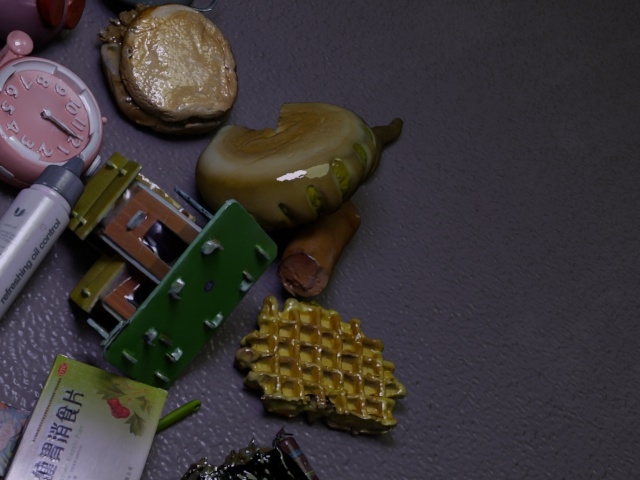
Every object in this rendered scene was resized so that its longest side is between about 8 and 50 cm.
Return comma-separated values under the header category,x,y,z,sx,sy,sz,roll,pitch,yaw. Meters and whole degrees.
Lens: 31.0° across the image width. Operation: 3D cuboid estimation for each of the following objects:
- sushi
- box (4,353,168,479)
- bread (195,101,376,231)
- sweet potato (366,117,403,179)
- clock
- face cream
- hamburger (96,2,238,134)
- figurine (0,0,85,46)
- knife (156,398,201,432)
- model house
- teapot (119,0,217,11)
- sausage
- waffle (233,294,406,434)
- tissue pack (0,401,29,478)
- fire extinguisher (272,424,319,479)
category,x,y,z,sx,sy,sz,roll,pitch,yaw
sushi,-0.117,0.366,1.702,0.212,0.147,0.115,-13,66,-34
box,-0.338,0.305,1.649,0.175,0.062,0.260,20,49,-7
bread,-0.054,-0.122,2.047,0.333,0.160,0.333,-8,31,5
sweet potato,0.112,-0.199,2.338,0.069,0.059,0.249,53,40,-16
clock,-0.474,-0.183,1.904,0.241,0.142,0.227,36,51,-18
face cream,-0.449,-0.010,1.759,0.092,0.092,0.311,33,60,-7
hamburger,-0.280,-0.311,2.112,0.286,0.146,0.243,35,52,-13
figurine,-0.520,-0.423,2.025,0.173,0.173,0.173,17,50,-21
knife,-0.250,0.287,1.762,0.026,0.022,0.184,38,44,26
model house,-0.272,0.040,1.872,0.323,0.340,0.300,36,83,29
teapot,-0.327,-0.509,2.198,0.294,0.129,0.193,11,16,-25
sausage,0.001,0.002,2.072,0.109,0.109,0.270,36,37,-4
waffle,-0.003,0.220,1.944,0.309,0.065,0.283,46,44,11
tissue pack,-0.493,0.263,1.598,0.148,0.060,0.109,27,48,-12
fire extinguisher,-0.039,0.357,1.836,0.056,0.039,0.132,-15,66,-49
